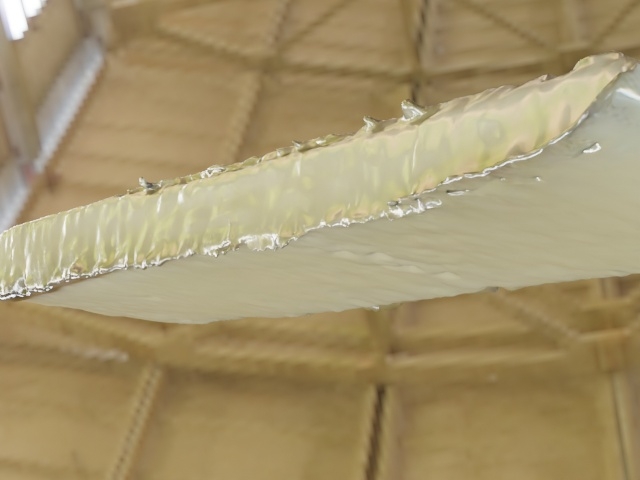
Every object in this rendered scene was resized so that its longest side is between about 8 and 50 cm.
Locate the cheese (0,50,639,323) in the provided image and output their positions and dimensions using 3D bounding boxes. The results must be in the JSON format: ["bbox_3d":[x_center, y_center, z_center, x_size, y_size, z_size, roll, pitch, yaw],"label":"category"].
[{"bbox_3d":[0.002,-0.002,0.575,0.085,0.034,0.400,11,171,-25],"label":"cheese"}]
